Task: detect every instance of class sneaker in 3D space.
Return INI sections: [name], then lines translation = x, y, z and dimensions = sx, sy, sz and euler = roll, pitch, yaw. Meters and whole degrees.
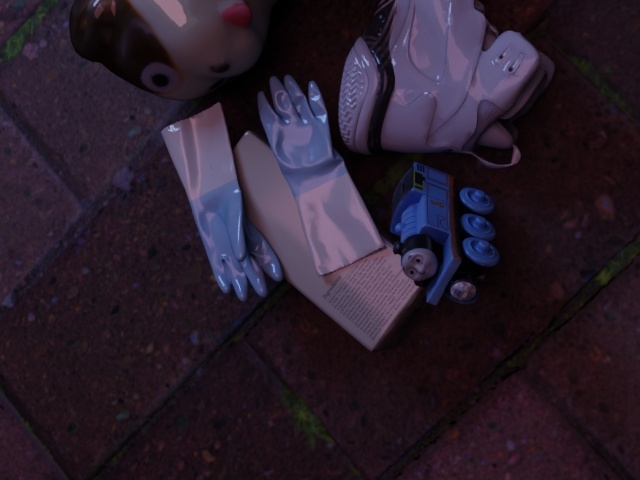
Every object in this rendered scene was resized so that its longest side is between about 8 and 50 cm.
[sneaker]
translation = 0.156, -0.256, 1.208
dimensions = 0.210, 0.137, 0.366
euler = 15, 97, 18

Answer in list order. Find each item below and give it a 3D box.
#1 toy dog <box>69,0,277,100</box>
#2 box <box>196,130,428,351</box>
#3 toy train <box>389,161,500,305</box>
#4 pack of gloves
[toy dog]
translation = -0.139, -0.361, 1.242
dimensions = 0.395, 0.284, 0.408
euler = 14, 93, 34
[box]
translation = 0.000, 0.000, 1.271
dimensions = 0.275, 0.094, 0.113
euler = 41, 101, 17
[toy train]
translation = 0.127, -0.005, 1.184
dimensions = 0.105, 0.184, 0.080
euler = 19, 124, -7
[pack of gloves]
translation = -0.063, -0.060, 1.222
dimensions = 0.195, 0.046, 0.232
euler = -25, 79, 17
